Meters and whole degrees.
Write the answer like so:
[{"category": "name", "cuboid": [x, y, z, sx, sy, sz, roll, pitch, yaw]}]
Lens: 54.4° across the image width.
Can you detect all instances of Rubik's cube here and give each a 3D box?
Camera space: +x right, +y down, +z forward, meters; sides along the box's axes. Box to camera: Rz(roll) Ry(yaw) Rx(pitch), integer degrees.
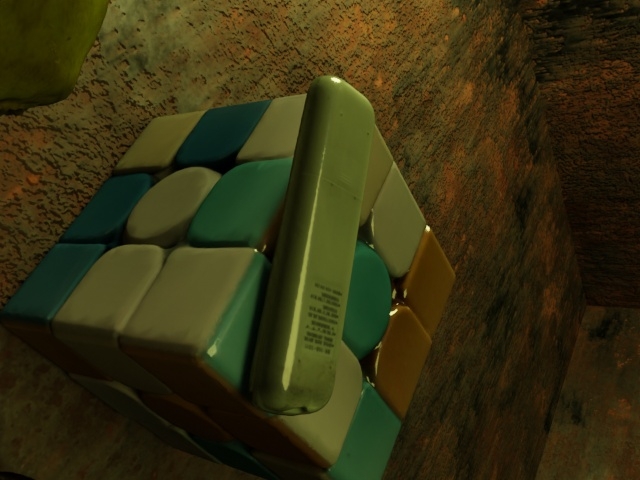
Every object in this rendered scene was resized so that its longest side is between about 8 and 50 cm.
[{"category": "Rubik's cube", "cuboid": [-0.084, 0.065, 0.763, 0.344, 0.347, 0.346, 56, 48, -38]}]

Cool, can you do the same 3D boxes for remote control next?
[{"category": "remote control", "cuboid": [-0.001, 0.000, 0.559, 0.090, 0.038, 0.309, 23, 71, -47]}]

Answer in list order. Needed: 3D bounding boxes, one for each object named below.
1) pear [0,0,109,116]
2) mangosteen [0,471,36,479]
[{"category": "pear", "cuboid": [-0.320, -0.261, 0.535, 0.269, 0.269, 0.321, -9, 84, -53]}, {"category": "mangosteen", "cuboid": [-0.309, 0.322, 0.578, 0.192, 0.217, 0.192, 4, 85, -47]}]
